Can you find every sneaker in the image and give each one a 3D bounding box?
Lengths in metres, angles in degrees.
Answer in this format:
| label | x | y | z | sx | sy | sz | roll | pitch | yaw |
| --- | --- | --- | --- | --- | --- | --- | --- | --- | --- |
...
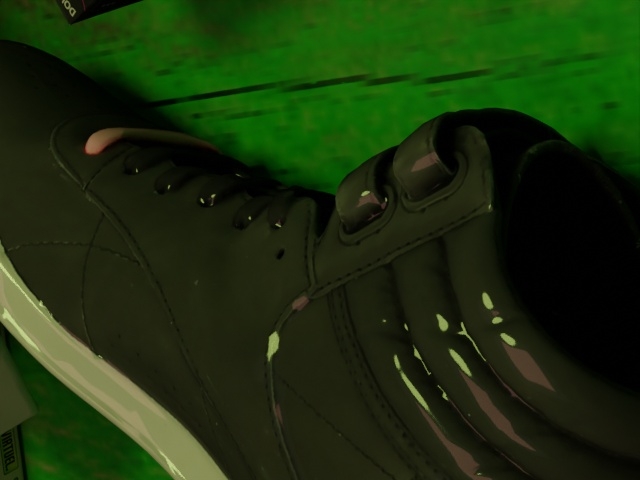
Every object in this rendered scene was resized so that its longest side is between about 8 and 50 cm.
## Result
| label | x | y | z | sx | sy | sz | roll | pitch | yaw |
| --- | --- | --- | --- | --- | --- | --- | --- | --- | --- |
| sneaker | 0.000 | 0.000 | 0.547 | 0.296 | 0.104 | 0.147 | 47 | 120 | 29 |

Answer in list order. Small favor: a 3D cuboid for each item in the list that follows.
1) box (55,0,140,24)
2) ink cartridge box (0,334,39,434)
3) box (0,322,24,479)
| label | x | y | z | sx | sy | sz | roll | pitch | yaw |
| --- | --- | --- | --- | --- | --- | --- | --- | --- | --- |
| box | -0.048 | -0.110 | 0.559 | 0.083 | 0.052 | 0.062 | -32 | 85 | 49 |
| ink cartridge box | -0.161 | -0.003 | 0.644 | 0.109 | 0.063 | 0.150 | 49 | 165 | 40 |
| box | -0.206 | 0.048 | 0.809 | 0.207 | 0.036 | 0.114 | 19 | 123 | 38 |
